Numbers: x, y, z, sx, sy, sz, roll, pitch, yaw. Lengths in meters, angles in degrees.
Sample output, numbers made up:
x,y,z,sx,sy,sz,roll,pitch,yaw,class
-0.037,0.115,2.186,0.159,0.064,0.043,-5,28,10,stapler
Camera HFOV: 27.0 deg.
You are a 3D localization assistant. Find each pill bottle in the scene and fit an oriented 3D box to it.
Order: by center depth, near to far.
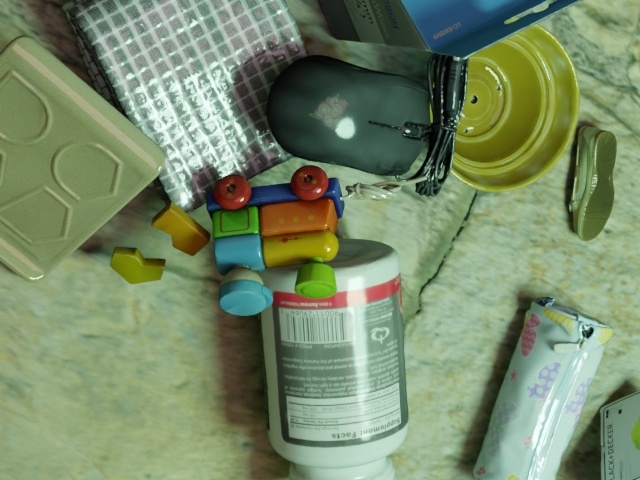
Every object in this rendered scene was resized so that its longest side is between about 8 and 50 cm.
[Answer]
x,y,z,sx,sy,sz,roll,pitch,yaw,class
0.017,0.168,1.622,0.176,0.176,0.318,-9,104,-21,pill bottle

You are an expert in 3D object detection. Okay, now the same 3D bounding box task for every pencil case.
x,y,z,sx,sy,sz,roll,pitch,yaw,class
0.297,0.217,1.778,0.113,0.124,0.273,18,94,-25,pencil case

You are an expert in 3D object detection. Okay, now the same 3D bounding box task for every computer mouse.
x,y,z,sx,sy,sz,roll,pitch,yaw,class
0.067,-0.142,1.509,0.272,0.072,0.188,2,103,-35,computer mouse

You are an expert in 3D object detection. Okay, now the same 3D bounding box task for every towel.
x,y,z,sx,sy,sz,roll,pitch,yaw,class
-0.128,-0.190,1.521,0.235,0.121,0.284,-31,111,-13,towel

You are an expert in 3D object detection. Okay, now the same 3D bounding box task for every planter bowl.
x,y,z,sx,sy,sz,roll,pitch,yaw,class
0.211,-0.174,1.680,0.217,0.090,0.217,-5,103,-21,planter bowl

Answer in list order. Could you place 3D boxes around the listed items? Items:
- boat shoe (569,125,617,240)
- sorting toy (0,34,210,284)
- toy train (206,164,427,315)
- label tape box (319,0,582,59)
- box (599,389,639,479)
x,y,z,sx,sy,sz,roll,pitch,yaw,class
0.360,-0.076,1.793,0.056,0.048,0.153,-10,112,-33,boat shoe
-0.285,-0.057,1.485,0.229,0.041,0.307,-41,112,21,sorting toy
0.000,0.000,1.480,0.248,0.105,0.143,-6,61,6,toy train
0.162,-0.308,1.499,0.240,0.333,0.106,-28,110,-15,label tape box
0.508,0.359,1.864,0.087,0.169,0.290,-31,117,32,box
